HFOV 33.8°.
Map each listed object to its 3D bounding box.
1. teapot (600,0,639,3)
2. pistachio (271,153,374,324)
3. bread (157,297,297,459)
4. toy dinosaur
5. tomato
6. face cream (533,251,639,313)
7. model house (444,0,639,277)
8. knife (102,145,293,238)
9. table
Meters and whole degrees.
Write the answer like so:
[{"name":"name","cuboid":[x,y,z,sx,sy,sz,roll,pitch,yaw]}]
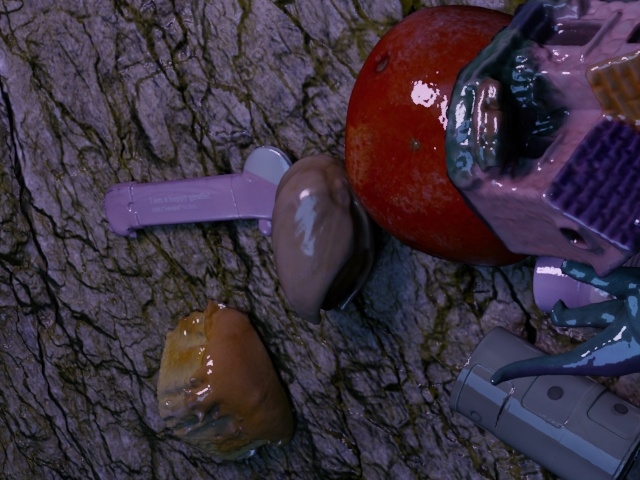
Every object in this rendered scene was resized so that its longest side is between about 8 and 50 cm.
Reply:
[{"name":"teapot","cuboid":[0.403,-0.245,1.060,0.251,0.183,0.183,47,125,1]},{"name":"pistachio","cuboid":[0.000,0.000,1.415,0.153,0.137,0.238,21,122,50]},{"name":"bread","cuboid":[-0.166,0.227,1.593,0.174,0.133,0.252,-26,90,38]},{"name":"toy dinosaur","cuboid":[0.417,0.083,1.072,0.331,0.129,0.383,33,77,22]},{"name":"tomato","cuboid":[0.149,-0.121,1.237,0.338,0.143,0.338,3,95,38]},{"name":"face cream","cuboid":[0.384,0.054,1.192,0.273,0.154,0.096,8,148,35]},{"name":"model house","cuboid":[0.279,-0.108,1.004,0.237,0.237,0.202,14,146,53]},{"name":"knife","cuboid":[-0.187,-0.063,1.580,0.398,0.038,0.132,-4,103,36]},{"name":"table","cuboid":[0.284,0.212,1.294,0.220,0.126,0.126,30,119,24]}]
